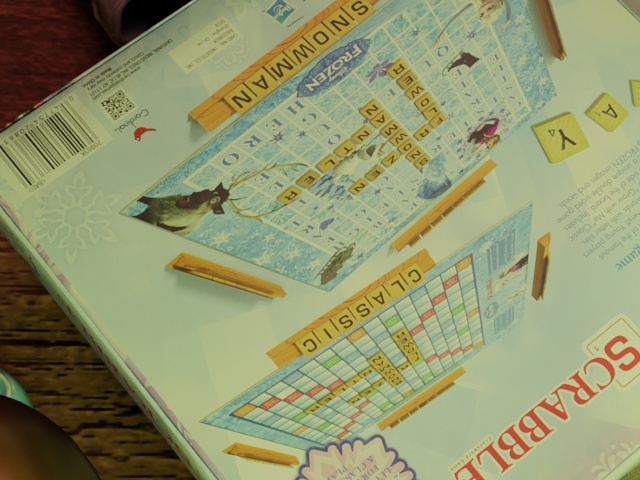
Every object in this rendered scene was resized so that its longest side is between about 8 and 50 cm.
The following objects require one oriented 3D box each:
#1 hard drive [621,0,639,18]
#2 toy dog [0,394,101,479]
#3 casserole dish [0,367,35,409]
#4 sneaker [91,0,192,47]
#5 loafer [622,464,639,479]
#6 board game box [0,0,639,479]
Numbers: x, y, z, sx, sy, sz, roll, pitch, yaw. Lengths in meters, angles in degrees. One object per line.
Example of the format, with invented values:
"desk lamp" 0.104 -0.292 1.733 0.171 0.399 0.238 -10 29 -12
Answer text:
"hard drive" 0.261 -0.002 0.807 0.233 0.047 0.353 -32 77 -40
"toy dog" -0.187 0.210 0.292 0.285 0.395 0.407 4 63 2
"casserole dish" -0.229 0.087 0.680 0.188 0.037 0.114 17 45 2
"sneaker" -0.132 -0.190 0.932 0.262 0.099 0.121 24 49 22
"loafer" 0.145 0.103 0.718 0.102 0.092 0.268 -17 52 -27
"board game box" 0.044 -0.006 0.679 0.319 0.066 0.318 -36 72 -14
